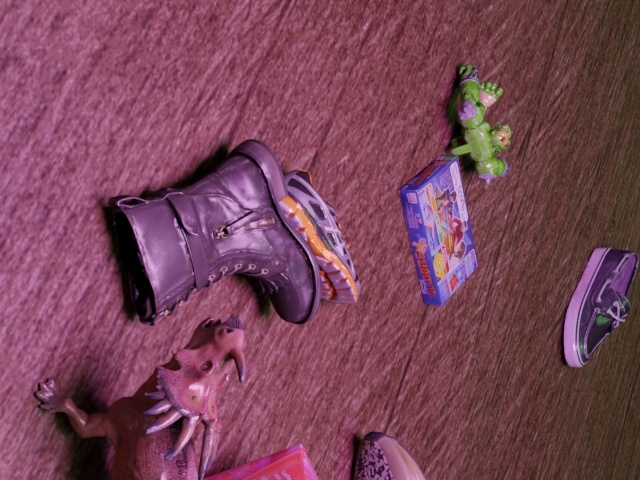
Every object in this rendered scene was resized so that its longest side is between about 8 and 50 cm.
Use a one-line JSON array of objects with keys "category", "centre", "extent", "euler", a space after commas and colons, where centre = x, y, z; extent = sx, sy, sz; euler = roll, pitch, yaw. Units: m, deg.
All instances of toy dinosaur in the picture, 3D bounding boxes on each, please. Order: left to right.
[{"category": "toy dinosaur", "centre": [-0.158, 0.226, 0.972], "extent": [0.127, 0.200, 0.295], "euler": [-18, 107, -51]}]

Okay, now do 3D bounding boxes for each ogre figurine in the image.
[{"category": "ogre figurine", "centre": [0.262, -0.175, 1.599], "extent": [0.118, 0.097, 0.197], "euler": [-64, 157, -54]}]

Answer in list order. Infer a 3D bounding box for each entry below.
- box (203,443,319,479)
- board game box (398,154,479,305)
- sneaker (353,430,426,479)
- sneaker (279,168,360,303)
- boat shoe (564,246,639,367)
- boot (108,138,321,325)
[{"category": "box", "centre": [-0.036, 0.410, 1.153], "extent": [0.142, 0.154, 0.299], "euler": [-103, 172, -60]}, {"category": "board game box", "centre": [0.191, -0.017, 1.557], "extent": [0.136, 0.035, 0.201], "euler": [-39, 122, -45]}, {"category": "sneaker", "centre": [0.053, 0.469, 1.338], "extent": [0.182, 0.158, 0.410], "euler": [7, 82, -36]}, {"category": "sneaker", "centre": [0.000, 0.000, 1.267], "extent": [0.215, 0.084, 0.083], "euler": [60, 43, -35]}, {"category": "boat shoe", "centre": [0.591, 0.138, 2.046], "extent": [0.301, 0.102, 0.108], "euler": [-58, 135, -33]}, {"category": "boot", "centre": [-0.122, 0.029, 1.117], "extent": [0.229, 0.091, 0.262], "euler": [-38, 118, -39]}]
